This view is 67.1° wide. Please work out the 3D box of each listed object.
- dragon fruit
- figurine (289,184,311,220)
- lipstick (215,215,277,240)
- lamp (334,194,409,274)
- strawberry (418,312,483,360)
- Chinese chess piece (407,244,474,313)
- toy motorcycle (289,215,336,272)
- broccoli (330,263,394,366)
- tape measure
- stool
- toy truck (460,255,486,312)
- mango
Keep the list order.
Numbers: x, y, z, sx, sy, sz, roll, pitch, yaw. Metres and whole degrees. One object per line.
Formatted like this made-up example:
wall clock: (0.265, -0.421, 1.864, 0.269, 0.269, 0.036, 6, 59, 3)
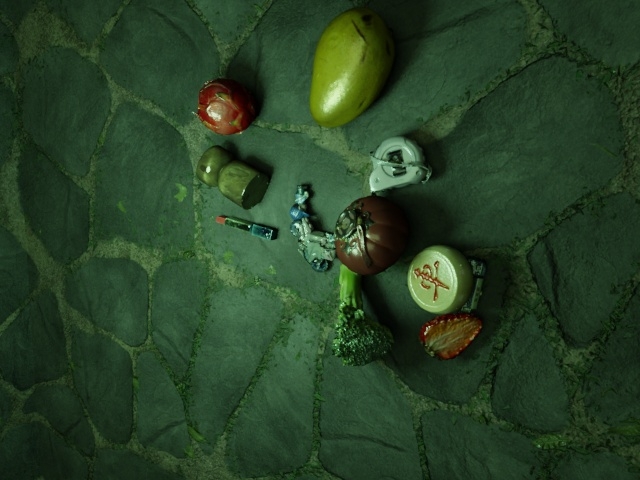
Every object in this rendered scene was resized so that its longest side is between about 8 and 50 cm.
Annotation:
dragon fruit: (-0.391, -0.556, 2.011, 0.241, 0.252, 0.241, -30, 48, 38)
figurine: (-0.082, -0.155, 2.007, 0.086, 0.087, 0.149, 17, 107, 61)
lipstick: (-0.336, -0.066, 2.154, 0.312, 0.051, 0.051, 17, 106, 25)
lamp: (0.184, -0.020, 1.788, 0.303, 0.256, 0.303, -31, 47, 40)
strawberry: (0.477, 0.330, 1.790, 0.236, 0.111, 0.190, -31, 113, 10)
Chinese chess piece: (0.427, 0.141, 1.738, 0.250, 0.097, 0.251, 5, 96, 51)
toy motorcycle: (0.002, -0.003, 1.972, 0.204, 0.108, 0.239, -27, 113, 30)
broccoli: (0.145, 0.300, 1.881, 0.274, 0.397, 0.353, 1, 124, -10)
tape measure: (0.287, -0.286, 1.788, 0.236, 0.120, 0.197, -12, 90, 22)
stool: (-0.377, -0.270, 2.073, 0.264, 0.179, 0.179, 33, 110, 19)
toy truck: (0.545, 0.161, 1.749, 0.088, 0.074, 0.202, 14, 103, 19)
mango: (0.093, -0.622, 1.779, 0.301, 0.220, 0.445, 40, 115, 13)
